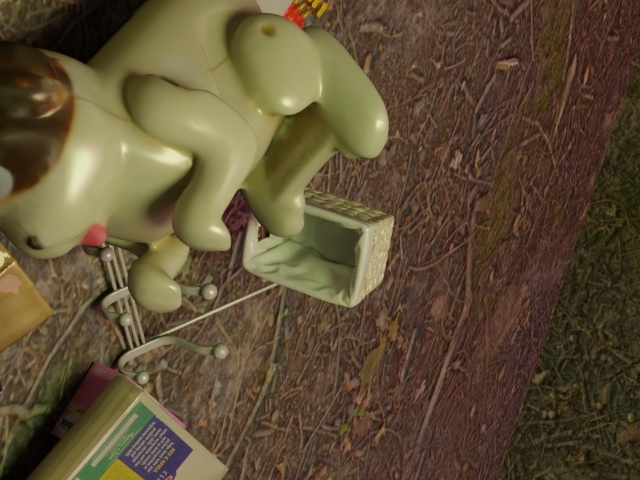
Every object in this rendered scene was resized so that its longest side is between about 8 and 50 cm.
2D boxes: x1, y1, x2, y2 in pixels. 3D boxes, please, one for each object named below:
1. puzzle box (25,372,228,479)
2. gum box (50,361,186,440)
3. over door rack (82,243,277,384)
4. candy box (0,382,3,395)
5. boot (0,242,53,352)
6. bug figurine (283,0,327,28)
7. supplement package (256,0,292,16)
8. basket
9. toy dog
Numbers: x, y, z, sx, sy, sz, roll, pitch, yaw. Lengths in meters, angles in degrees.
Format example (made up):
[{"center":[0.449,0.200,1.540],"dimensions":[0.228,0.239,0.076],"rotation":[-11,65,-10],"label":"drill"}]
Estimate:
[{"center":[-0.311,0.386,1.383],"dimensions":[0.409,0.052,0.272],"rotation":[-49,144,-14],"label":"puzzle box"},{"center":[-0.262,0.253,1.462],"dimensions":[0.107,0.062,0.188],"rotation":[-61,148,-18],"label":"gum box"},{"center":[-0.137,0.025,1.435],"dimensions":[0.324,0.108,0.239],"rotation":[-32,137,-28],"label":"over door rack"},{"center":[-0.456,0.166,0.865],"dimensions":[0.317,0.122,0.268],"rotation":[13,116,-37],"label":"candy box"},{"center":[-0.414,0.069,1.003],"dimensions":[0.269,0.089,0.236],"rotation":[-40,135,-16],"label":"boot"},{"center":[-0.081,-0.210,1.507],"dimensions":[0.279,0.072,0.216],"rotation":[-55,140,-19],"label":"bug figurine"},{"center":[-0.096,-0.338,1.387],"dimensions":[0.179,0.105,0.105],"rotation":[-58,147,-22],"label":"supplement package"},{"center":[0.000,0.000,1.400],"dimensions":[0.103,0.167,0.113],"rotation":[-27,131,-60],"label":"basket"},{"center":[-0.193,-0.128,1.136],"dimensions":[0.408,0.284,0.395],"rotation":[-24,87,-38],"label":"toy dog"}]
